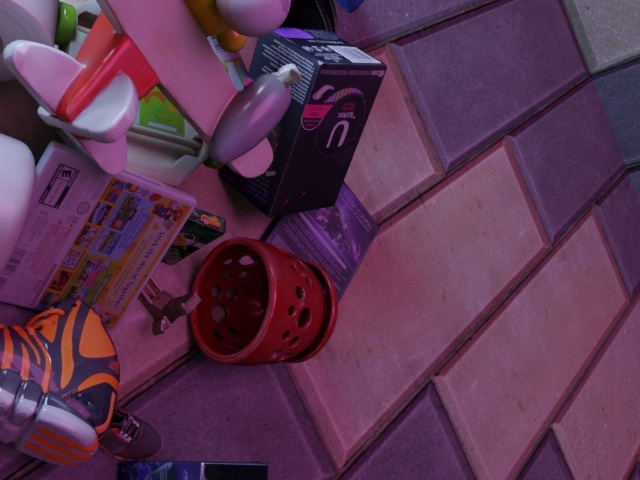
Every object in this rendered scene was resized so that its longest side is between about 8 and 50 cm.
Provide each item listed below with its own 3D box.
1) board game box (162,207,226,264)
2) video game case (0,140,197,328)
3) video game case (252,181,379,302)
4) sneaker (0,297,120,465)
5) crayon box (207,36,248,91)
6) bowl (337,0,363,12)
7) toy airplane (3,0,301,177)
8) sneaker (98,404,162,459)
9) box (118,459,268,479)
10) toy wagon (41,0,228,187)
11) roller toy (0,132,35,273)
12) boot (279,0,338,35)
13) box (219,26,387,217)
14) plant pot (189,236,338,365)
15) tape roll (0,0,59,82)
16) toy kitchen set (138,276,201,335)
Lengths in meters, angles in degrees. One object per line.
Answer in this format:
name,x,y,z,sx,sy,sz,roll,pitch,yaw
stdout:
board game box,-0.274,-0.034,1.043,0.259,0.136,0.030,21,51,-39
video game case,-0.302,0.003,0.974,0.206,0.227,0.026,22,20,-40
video game case,0.000,0.000,1.390,0.196,0.026,0.274,51,47,-22
sneaker,-0.390,0.128,0.910,0.321,0.124,0.180,37,36,-21
crayon box,-0.261,-0.260,1.161,0.323,0.083,0.203,-28,98,-46
bowl,-0.026,-0.592,1.333,0.391,0.077,0.391,55,8,-11
toy airplane,-0.168,-0.257,0.877,0.386,0.272,0.384,-16,104,-62
sneaker,-0.272,0.254,1.012,0.158,0.065,0.061,35,56,-33
box,-0.173,0.365,0.977,0.108,0.207,0.153,16,66,-41
toy wagon,-0.252,-0.244,1.057,0.267,0.068,0.344,11,69,-43
roller toy,-0.426,-0.044,0.848,0.146,0.209,0.191,21,68,-37
boot,-0.095,-0.425,1.255,0.284,0.138,0.377,-83,150,-49
box,-0.032,-0.192,1.225,0.165,0.270,0.143,-13,43,-45
plant pot,-0.079,0.103,1.164,0.174,0.191,0.191,18,66,-44
tape roll,-0.434,-0.316,0.888,0.246,0.246,0.169,15,68,-42
toy kitchen set,-0.235,0.087,1.084,0.075,0.083,0.068,56,46,-17
